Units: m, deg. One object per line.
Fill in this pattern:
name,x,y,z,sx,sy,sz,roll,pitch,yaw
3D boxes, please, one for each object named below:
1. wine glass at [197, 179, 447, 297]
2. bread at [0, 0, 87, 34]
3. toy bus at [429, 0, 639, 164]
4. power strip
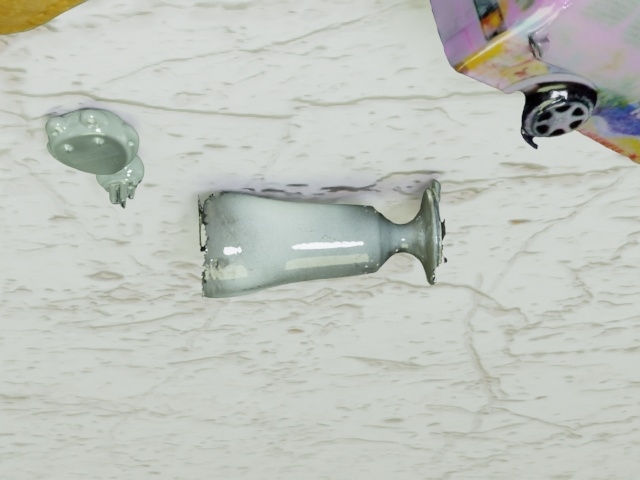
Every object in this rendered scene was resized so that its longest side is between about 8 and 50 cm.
wine glass,0.000,0.000,1.124,0.155,0.072,0.072,-3,156,-4
bread,-0.155,-0.132,0.850,0.110,0.024,0.110,-4,157,-2
toy bus,0.176,-0.097,0.915,0.112,0.090,0.274,-33,146,32
power strip,-0.130,-0.048,1.033,0.055,0.035,0.083,-11,153,14
